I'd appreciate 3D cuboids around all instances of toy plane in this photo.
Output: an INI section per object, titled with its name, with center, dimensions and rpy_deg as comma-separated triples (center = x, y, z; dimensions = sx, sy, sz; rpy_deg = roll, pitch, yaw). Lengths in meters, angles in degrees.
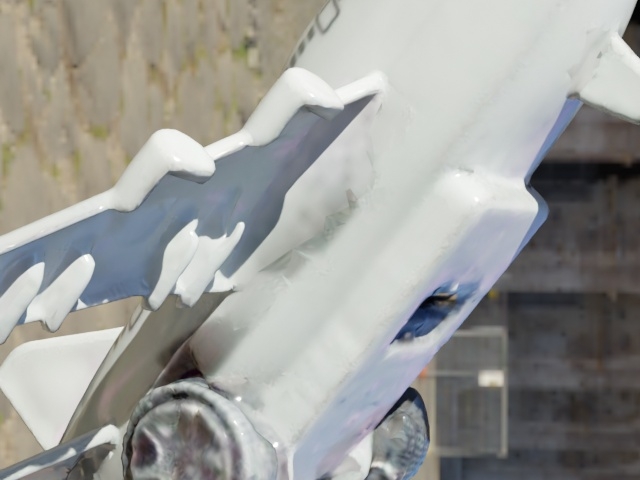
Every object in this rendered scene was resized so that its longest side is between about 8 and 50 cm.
[toy plane]
center = 0.002, 0.004, 0.379
dimensions = 0.101, 0.255, 0.251
rpy_deg = 54, 24, 21
